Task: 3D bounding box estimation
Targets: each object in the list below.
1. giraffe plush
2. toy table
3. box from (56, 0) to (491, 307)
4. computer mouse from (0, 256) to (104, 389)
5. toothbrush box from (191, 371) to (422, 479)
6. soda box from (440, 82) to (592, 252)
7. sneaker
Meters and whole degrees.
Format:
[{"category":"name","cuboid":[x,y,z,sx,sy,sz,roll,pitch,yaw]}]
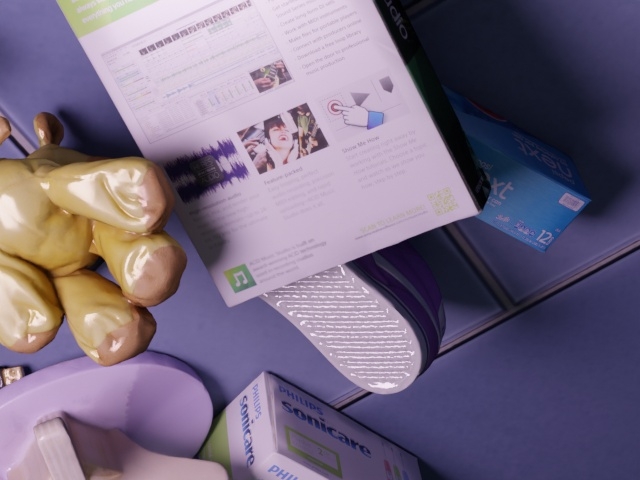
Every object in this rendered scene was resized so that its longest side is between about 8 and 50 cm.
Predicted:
[{"category":"giraffe plush","cuboid":[-0.200,-0.016,1.324,0.210,0.170,0.181,25,104,-1]},{"category":"toy table","cuboid":[-0.213,0.222,1.500,0.274,0.161,0.252,-31,124,-3]},{"category":"box","cuboid":[-0.042,-0.127,1.279,0.232,0.058,0.322,-21,109,23]},{"category":"computer mouse","cuboid":[-0.287,0.067,1.477,0.262,0.060,0.184,-19,126,7]},{"category":"toothbrush box","cuboid":[-0.062,0.293,1.640,0.206,0.122,0.283,33,115,-28]},{"category":"soda box","cuboid":[0.124,-0.073,1.421,0.210,0.071,0.067,27,118,-25]},{"category":"sneaker","cuboid":[-0.001,0.001,1.446,0.102,0.161,0.282,-38,90,25]}]
